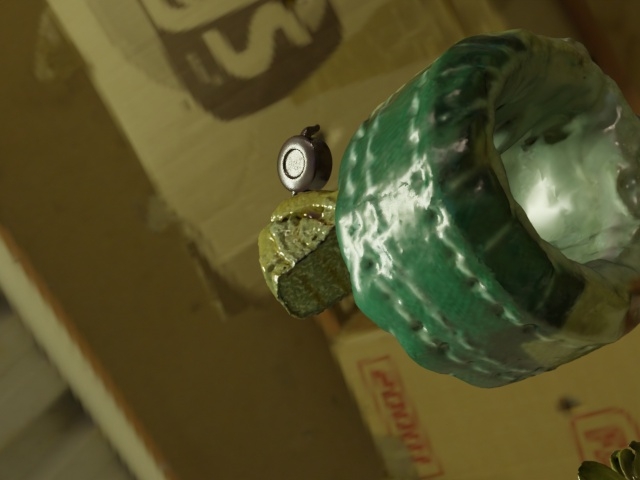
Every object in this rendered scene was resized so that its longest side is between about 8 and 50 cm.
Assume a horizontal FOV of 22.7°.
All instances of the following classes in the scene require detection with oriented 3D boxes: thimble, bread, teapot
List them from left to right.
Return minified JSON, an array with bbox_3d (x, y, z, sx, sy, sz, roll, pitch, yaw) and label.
[{"bbox_3d":[-0.014,-0.082,1.810,0.045,0.068,0.100,0,-82,-41],"label":"teapot"},{"bbox_3d":[0.004,-0.004,1.668,0.103,0.156,0.110,56,178,-39],"label":"bread"},{"bbox_3d":[0.146,-0.032,1.258,0.254,0.167,0.288,34,-135,-24],"label":"thimble"}]

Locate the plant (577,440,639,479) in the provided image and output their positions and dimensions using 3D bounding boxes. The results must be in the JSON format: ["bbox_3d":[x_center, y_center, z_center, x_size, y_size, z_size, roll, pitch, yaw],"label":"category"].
[{"bbox_3d":[0.463,0.335,1.855,0.261,0.297,0.306,25,-155,-41],"label":"plant"}]
